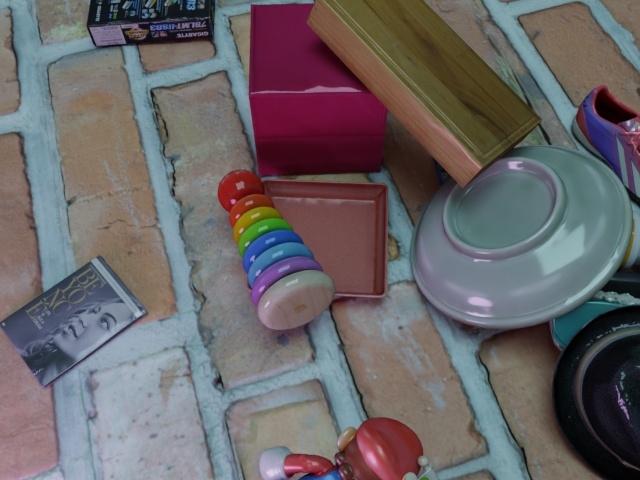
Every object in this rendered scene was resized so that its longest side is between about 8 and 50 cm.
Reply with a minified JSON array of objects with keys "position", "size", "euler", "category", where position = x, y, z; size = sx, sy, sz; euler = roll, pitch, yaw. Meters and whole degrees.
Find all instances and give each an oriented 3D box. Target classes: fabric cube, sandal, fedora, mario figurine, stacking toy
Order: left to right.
[{"position":[-0.102,-0.006,1.267],"size":[0.141,0.141,0.330],"euler":[-22,57,-12],"category":"stacking toy"},{"position":[-0.006,-0.306,1.425],"size":[0.258,0.259,0.254],"euler":[-1,59,-1],"category":"fabric cube"},{"position":[0.021,0.400,1.094],"size":[0.321,0.198,0.170],"euler":[-33,22,-10],"category":"mario figurine"},{"position":[0.470,0.069,1.278],"size":[0.255,0.097,0.054],"euler":[3,58,3],"category":"sandal"},{"position":[0.530,0.257,1.062],"size":[0.334,0.152,0.333],"euler":[0,89,8],"category":"fedora"}]

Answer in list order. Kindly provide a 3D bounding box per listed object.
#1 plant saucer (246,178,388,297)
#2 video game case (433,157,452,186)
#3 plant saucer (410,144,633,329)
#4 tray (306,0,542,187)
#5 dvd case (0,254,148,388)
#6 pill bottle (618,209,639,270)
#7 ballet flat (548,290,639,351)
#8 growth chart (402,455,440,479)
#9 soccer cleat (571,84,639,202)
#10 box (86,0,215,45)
[{"position":[0.000,0.000,1.360],"size":[0.259,0.047,0.258],"euler":[2,59,3],"category":"plant saucer"},{"position":[0.308,-0.119,1.446],"size":[0.119,0.015,0.166],"euler":[-7,59,-3],"category":"video game case"},{"position":[0.334,-0.038,1.249],"size":[0.401,0.100,0.400],"euler":[-18,47,21],"category":"plant saucer"},{"position":[0.188,-0.305,1.259],"size":[0.203,0.076,0.411],"euler":[-36,81,-34],"category":"tray"},{"position":[-0.456,0.144,1.297],"size":[0.221,0.018,0.164],"euler":[-37,64,-20],"category":"dvd case"},{"position":[0.516,-0.009,1.314],"size":[0.215,0.117,0.117],"euler":[10,59,7],"category":"pill bottle"},{"position":[0.585,0.171,1.207],"size":[0.409,0.147,0.146],"euler":[14,60,6],"category":"ballet flat"},{"position":[0.133,0.452,1.025],"size":[0.021,0.172,0.237],"euler":[1,49,42],"category":"growth chart"},{"position":[0.640,-0.181,1.417],"size":[0.109,0.116,0.318],"euler":[-27,61,-15],"category":"soccer cleat"},{"position":[-0.407,-0.611,1.729],"size":[0.294,0.073,0.295],"euler":[-4,58,-2],"category":"box"}]
